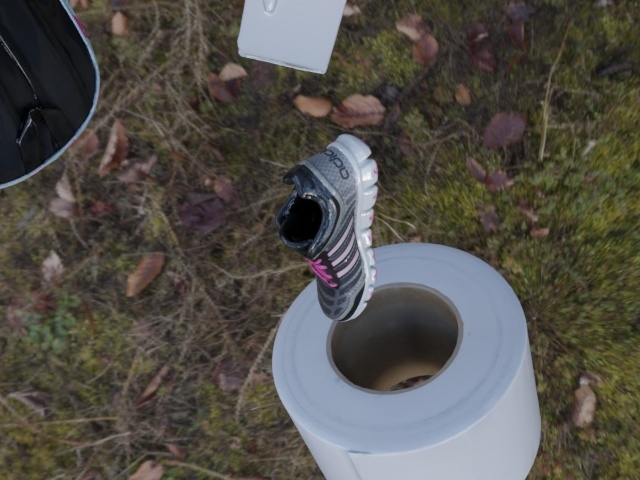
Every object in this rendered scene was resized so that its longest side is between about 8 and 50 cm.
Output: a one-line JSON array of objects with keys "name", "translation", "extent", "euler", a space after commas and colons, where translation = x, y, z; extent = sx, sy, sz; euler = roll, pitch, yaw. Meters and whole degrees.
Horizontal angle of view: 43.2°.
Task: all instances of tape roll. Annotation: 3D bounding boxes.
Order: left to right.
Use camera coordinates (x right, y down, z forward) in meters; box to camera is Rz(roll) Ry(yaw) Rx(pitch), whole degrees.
[{"name": "tape roll", "translation": [0.091, 0.145, 0.815], "extent": [0.246, 0.169, 0.246], "euler": [-11, 44, 11]}]

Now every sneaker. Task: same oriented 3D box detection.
[{"name": "sneaker", "translation": [0.000, 0.000, 0.639], "extent": [0.075, 0.170, 0.063], "euler": [-21, 42, -26]}]

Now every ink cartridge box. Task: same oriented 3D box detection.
[{"name": "ink cartridge box", "translation": [-0.014, -0.387, 1.033], "extent": [0.121, 0.211, 0.289], "euler": [12, 50, -5]}]

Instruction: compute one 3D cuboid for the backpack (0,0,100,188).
[{"name": "backpack", "translation": [-0.344, -0.177, 0.756], "extent": [0.191, 0.253, 0.225], "euler": [5, 45, 45]}]
